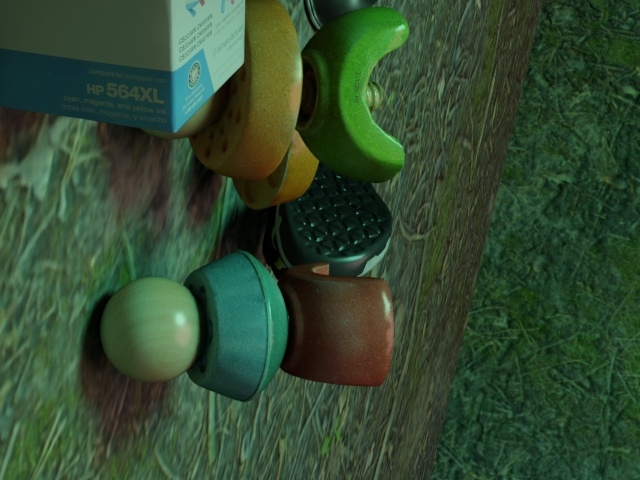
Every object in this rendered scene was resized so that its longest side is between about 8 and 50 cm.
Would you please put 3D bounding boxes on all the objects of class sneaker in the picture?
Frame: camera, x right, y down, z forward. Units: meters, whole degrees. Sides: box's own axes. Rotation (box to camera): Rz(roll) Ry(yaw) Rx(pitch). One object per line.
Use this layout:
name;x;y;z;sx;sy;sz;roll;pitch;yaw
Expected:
sneaker;0.000;0.000;0.980;0.235;0.084;0.097;-87;-166;-69

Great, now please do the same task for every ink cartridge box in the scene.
ink cartridge box;-0.087;-0.133;0.557;0.092;0.090;0.143;-58;156;-57

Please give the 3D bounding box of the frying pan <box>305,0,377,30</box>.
frying pan;0.049;-0.285;1.130;0.326;0.053;0.197;-40;140;-65

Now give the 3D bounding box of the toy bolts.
toy bolts;-0.061;-0.021;0.772;0.218;0.158;0.229;2;-87;63
